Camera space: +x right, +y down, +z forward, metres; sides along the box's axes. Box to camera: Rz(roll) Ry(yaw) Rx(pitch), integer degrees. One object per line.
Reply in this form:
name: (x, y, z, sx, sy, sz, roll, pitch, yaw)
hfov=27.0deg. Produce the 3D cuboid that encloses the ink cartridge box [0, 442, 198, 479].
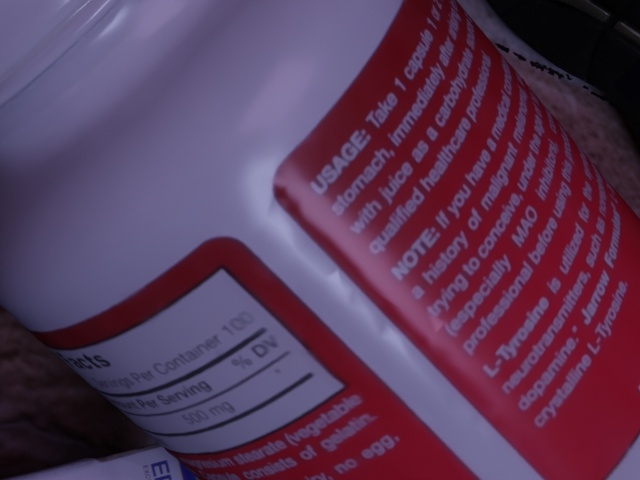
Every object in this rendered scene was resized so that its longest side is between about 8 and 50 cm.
ink cartridge box: (-0.198, 0.203, 0.577, 0.332, 0.065, 0.165, -10, 82, -26)

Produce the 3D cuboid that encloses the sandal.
sandal: (0.235, -0.116, 0.844, 0.303, 0.120, 0.086, 43, 49, -10)

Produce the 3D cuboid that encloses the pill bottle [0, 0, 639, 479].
pill bottle: (0.000, 0.000, 0.593, 0.408, 0.229, 0.229, 46, 62, -22)
